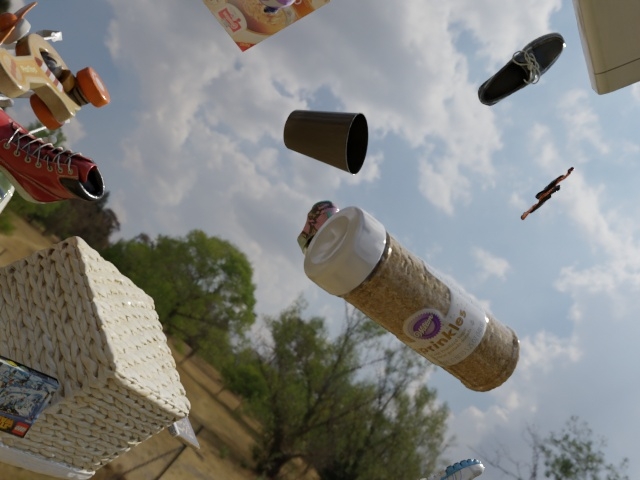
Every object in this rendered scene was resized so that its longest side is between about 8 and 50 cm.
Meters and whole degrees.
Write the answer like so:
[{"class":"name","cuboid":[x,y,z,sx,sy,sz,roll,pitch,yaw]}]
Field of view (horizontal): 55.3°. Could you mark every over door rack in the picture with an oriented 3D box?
[{"class":"over door rack","cuboid":[-0.673,-0.362,1.454,0.108,0.324,0.240,6,-65,0]}]

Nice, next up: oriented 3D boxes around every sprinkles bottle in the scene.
[{"class":"sprinkles bottle","cuboid":[0.143,0.094,0.900,0.355,0.121,0.121,36,-14,-24]}]

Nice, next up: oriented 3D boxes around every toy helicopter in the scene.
[{"class":"toy helicopter","cuboid":[-0.544,-0.332,1.146,0.355,0.140,0.235,-111,175,-74]}]

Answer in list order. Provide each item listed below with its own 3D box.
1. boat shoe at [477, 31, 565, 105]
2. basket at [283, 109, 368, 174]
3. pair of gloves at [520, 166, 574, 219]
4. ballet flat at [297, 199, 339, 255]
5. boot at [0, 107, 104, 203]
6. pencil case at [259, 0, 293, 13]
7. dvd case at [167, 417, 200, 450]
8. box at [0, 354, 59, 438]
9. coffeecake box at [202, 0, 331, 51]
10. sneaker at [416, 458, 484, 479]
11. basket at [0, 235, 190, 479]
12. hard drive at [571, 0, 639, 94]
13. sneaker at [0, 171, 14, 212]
[{"class":"boat shoe","cuboid":[0.520,-0.442,1.579,0.095,0.254,0.079,56,18,-9]},{"class":"basket","cuboid":[0.013,-0.316,1.873,0.226,0.154,0.204,17,-40,24]},{"class":"pair of gloves","cuboid":[0.320,-0.068,0.865,0.010,0.083,0.074,44,-38,5]},{"class":"ballet flat","cuboid":[0.000,0.000,1.161,0.221,0.076,0.079,111,-30,-68]},{"class":"boot","cuboid":[-0.451,-0.149,0.952,0.176,0.088,0.244,2,-34,28]},{"class":"pencil case","cuboid":[-0.022,-0.371,0.770,0.088,0.087,0.206,4,-10,-34]},{"class":"dvd case","cuboid":[-0.335,0.385,1.392,0.165,0.018,0.221,59,-10,25]},{"class":"box","cuboid":[-0.464,0.218,0.878,0.137,0.094,0.027,37,-6,-33]},{"class":"coffeecake box","cuboid":[-0.099,-0.436,1.054,0.142,0.185,0.068,45,26,-51]},{"class":"sneaker","cuboid":[0.226,0.463,1.105,0.083,0.190,0.071,58,-26,34]},{"class":"basket","cuboid":[-0.459,0.219,1.135,0.328,0.266,0.331,60,-2,32]},{"class":"hard drive","cuboid":[0.408,-0.376,0.722,0.047,0.232,0.353,-88,153,-56]},{"class":"sneaker","cuboid":[-0.581,-0.086,1.037,0.064,0.192,0.086,2,-37,3]}]
